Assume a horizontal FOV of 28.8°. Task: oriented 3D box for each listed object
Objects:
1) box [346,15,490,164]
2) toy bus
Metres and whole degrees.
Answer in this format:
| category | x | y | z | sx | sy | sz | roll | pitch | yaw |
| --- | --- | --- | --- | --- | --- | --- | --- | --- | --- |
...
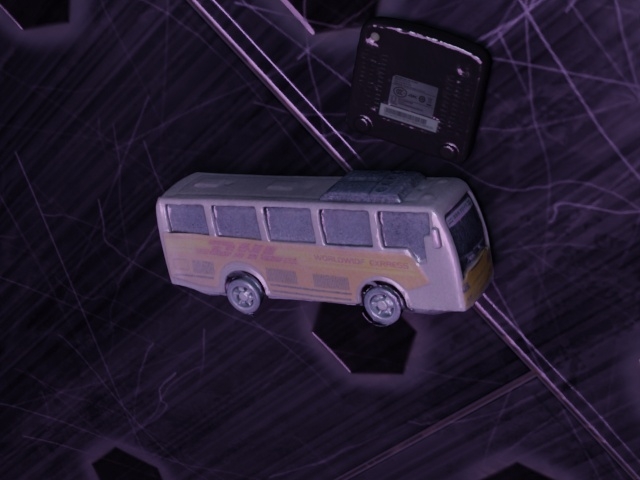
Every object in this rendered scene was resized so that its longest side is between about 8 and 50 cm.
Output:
| category | x | y | z | sx | sy | sz | roll | pitch | yaw |
| --- | --- | --- | --- | --- | --- | --- | --- | --- | --- |
| box | 0.089 | -0.140 | 1.153 | 0.126 | 0.027 | 0.125 | 20 | 128 | 16 |
| toy bus | 0.000 | 0.000 | 1.257 | 0.343 | 0.097 | 0.138 | 2 | 115 | 29 |
